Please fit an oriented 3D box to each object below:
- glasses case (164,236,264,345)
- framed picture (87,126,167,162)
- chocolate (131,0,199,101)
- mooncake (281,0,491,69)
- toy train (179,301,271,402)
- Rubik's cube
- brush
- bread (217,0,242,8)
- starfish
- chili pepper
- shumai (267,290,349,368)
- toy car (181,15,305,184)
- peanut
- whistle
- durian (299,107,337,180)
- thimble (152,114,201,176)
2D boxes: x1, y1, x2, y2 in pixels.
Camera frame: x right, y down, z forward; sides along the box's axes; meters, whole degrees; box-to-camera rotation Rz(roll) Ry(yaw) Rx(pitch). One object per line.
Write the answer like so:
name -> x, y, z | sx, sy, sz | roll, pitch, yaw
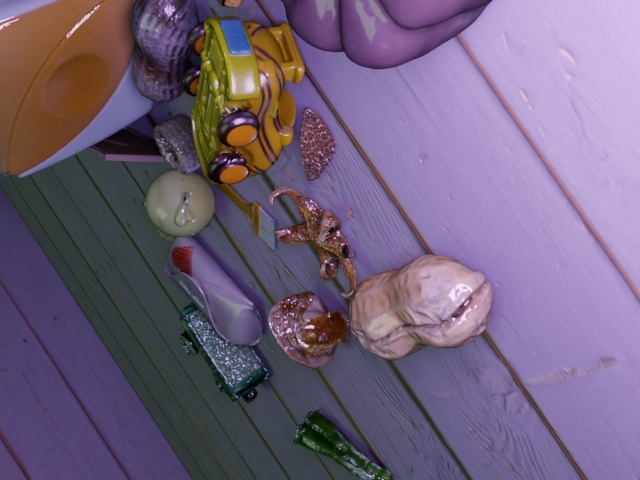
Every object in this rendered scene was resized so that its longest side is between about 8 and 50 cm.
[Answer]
glasses case -> -0.242, 0.095, 1.705 | 0.308, 0.083, 0.128 | 44, 150, 24
framed picture -> -0.398, -0.194, 1.573 | 0.250, 0.184, 0.016 | 27, 111, 42
chocolate -> -0.254, -0.314, 1.284 | 0.110, 0.110, 0.248 | 48, 151, 17
mooncake -> 0.039, -0.317, 0.763 | 0.306, 0.154, 0.306 | 35, 144, 31
toy train -> -0.229, 0.255, 1.819 | 0.269, 0.115, 0.154 | 56, 158, 5
Rubik's cube -> -0.514, -0.367, 1.385 | 0.351, 0.347, 0.352 | 43, 150, 25
brush -> -0.150, -0.072, 1.466 | 0.218, 0.010, 0.083 | 44, 150, 27
bread -> -0.122, -0.369, 1.074 | 0.106, 0.053, 0.072 | 92, 160, -43
starfish -> 0.000, 0.001, 1.229 | 0.190, 0.074, 0.146 | 45, 151, 22
chili pepper -> 0.055, 0.424, 1.597 | 0.226, 0.088, 0.059 | 25, 142, 32
shumai -> -0.003, 0.146, 1.367 | 0.116, 0.145, 0.146 | -31, 92, 40
toy car -> -0.103, -0.196, 1.119 | 0.248, 0.142, 0.200 | 115, 142, -55
peanut -> 0.124, 0.092, 1.071 | 0.130, 0.130, 0.290 | 58, 150, -2
whistle -> -0.275, -0.066, 1.586 | 0.141, 0.141, 0.294 | 58, 172, 0
durian -> -0.016, -0.129, 1.146 | 0.066, 0.052, 0.130 | 39, 148, 36
thimble -> -0.257, -0.175, 1.475 | 0.110, 0.062, 0.084 | 57, 154, 3
